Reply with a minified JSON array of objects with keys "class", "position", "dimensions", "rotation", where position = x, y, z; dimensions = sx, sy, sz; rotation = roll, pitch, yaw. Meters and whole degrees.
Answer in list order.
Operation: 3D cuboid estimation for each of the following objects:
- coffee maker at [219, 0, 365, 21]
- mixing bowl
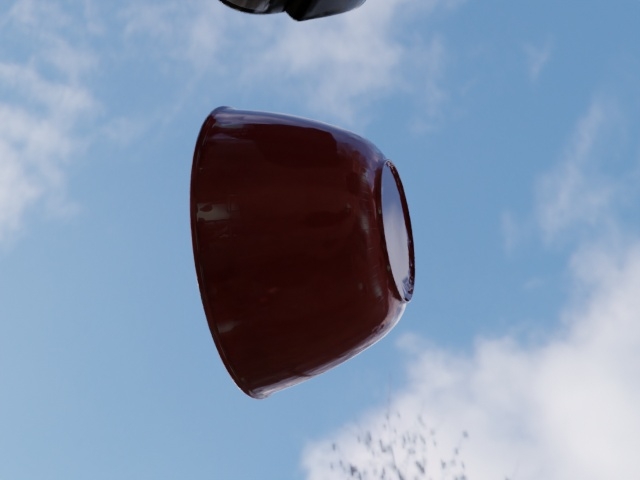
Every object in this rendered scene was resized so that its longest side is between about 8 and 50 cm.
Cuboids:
[{"class":"coffee maker","position":[0.021,-0.221,0.660],"dimensions":[0.171,0.120,0.178],"rotation":[5,-30,-22]},{"class":"mixing bowl","position":[0.000,0.000,0.668],"dimensions":[0.098,0.181,0.181],"rotation":[-9,-57,15]}]
